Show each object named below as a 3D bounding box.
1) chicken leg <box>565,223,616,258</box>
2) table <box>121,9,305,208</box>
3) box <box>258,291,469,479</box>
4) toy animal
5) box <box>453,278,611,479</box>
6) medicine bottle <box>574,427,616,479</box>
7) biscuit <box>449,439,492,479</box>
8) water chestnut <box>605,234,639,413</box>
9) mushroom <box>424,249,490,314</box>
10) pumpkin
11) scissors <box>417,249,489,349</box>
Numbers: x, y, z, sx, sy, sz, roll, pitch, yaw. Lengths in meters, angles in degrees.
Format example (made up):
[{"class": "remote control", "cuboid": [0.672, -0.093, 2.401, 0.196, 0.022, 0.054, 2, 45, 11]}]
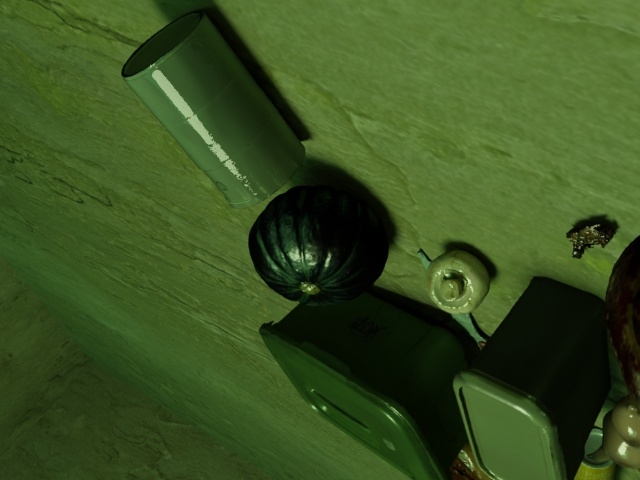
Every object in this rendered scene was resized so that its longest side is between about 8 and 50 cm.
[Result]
[{"class": "chicken leg", "cuboid": [0.279, -0.003, 0.951, 0.036, 0.021, 0.083, 30, 158, -5]}, {"class": "table", "cuboid": [-0.129, -0.160, 1.123, 0.126, 0.126, 0.220, 5, 141, 52]}, {"class": "box", "cuboid": [0.091, 0.210, 1.401, 0.328, 0.178, 0.253, 28, 155, 42]}, {"class": "toy animal", "cuboid": [0.399, 0.243, 1.155, 0.083, 0.089, 0.150, 29, 147, 30]}, {"class": "box", "cuboid": [0.276, 0.191, 1.114, 0.138, 0.178, 0.274, 23, 153, 32]}, {"class": "medicine bottle", "cuboid": [0.411, 0.360, 1.370, 0.074, 0.074, 0.218, 25, 153, 28]}, {"class": "biscuit", "cuboid": [0.223, 0.367, 1.589, 0.289, 0.081, 0.334, 53, 165, -13]}, {"class": "water chestnut", "cuboid": [0.360, 0.074, 0.764, 0.223, 0.224, 0.238, 18, -167, 40]}, {"class": "mushroom", "cuboid": [0.171, 0.053, 1.142, 0.083, 0.067, 0.084, 7, 105, 27]}, {"class": "pumpkin", "cuboid": [-0.001, 0.011, 1.223, 0.194, 0.150, 0.194, 26, 163, 8]}, {"class": "scissors", "cuboid": [0.199, 0.104, 1.277, 0.144, 0.017, 0.248, 20, 149, 35]}]
